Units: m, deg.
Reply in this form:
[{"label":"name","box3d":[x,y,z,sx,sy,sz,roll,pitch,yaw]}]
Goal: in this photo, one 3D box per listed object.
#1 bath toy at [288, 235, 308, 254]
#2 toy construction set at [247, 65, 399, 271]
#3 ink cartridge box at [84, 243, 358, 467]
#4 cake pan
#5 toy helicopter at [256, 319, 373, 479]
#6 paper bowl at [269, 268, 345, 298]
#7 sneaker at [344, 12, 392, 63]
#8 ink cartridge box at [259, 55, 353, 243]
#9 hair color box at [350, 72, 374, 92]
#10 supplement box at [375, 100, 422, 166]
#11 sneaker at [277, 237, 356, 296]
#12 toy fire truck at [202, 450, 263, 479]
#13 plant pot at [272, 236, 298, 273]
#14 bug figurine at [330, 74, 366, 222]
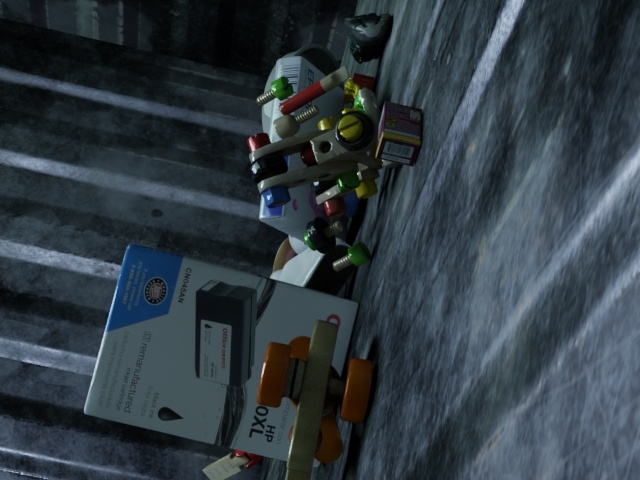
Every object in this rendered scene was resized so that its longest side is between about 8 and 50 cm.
[{"label":"bath toy","box3d":[-0.020,-0.138,2.261,0.129,0.151,0.348,166,104,-76]},{"label":"toy construction set","box3d":[0.037,-0.165,1.683,0.237,0.257,0.309,-28,50,23]},{"label":"ink cartridge box","box3d":[-0.161,0.190,1.791,0.166,0.395,0.285,170,115,-84]},{"label":"cake pan","box3d":[-0.039,-0.294,2.399,0.293,0.054,0.293,-23,-63,-55]},{"label":"toy helicopter","box3d":[-0.025,0.279,1.478,0.235,0.140,0.355,-83,3,-77]},{"label":"paper bowl","box3d":[-0.046,0.168,2.125,0.284,0.148,0.284,-169,90,-86]},{"label":"sneaker","box3d":[0.112,-0.453,2.399,0.267,0.101,0.106,-96,-4,-77]},{"label":"ink cartridge box","box3d":[0.005,-0.152,2.125,0.330,0.071,0.324,26,-115,-56]},{"label":"hair color box","box3d":[0.081,-0.287,2.443,0.093,0.053,0.167,108,172,-60]},{"label":"supplement box","box3d":[0.106,-0.145,1.444,0.083,0.055,0.043,-80,4,-49]},{"label":"sneaker","box3d":[-0.048,0.115,1.957,0.290,0.106,0.123,-49,25,-2]},{"label":"toy fire truck","box3d":[-0.176,0.387,2.243,0.246,0.217,0.158,-42,-12,-5]},{"label":"plant pot","box3d":[-0.042,0.107,2.441,0.236,0.032,0.236,15,-107,-62]},{"label":"bug figurine","box3d":[0.069,-0.179,2.047,0.216,0.072,0.279,95,-178,-73]}]
